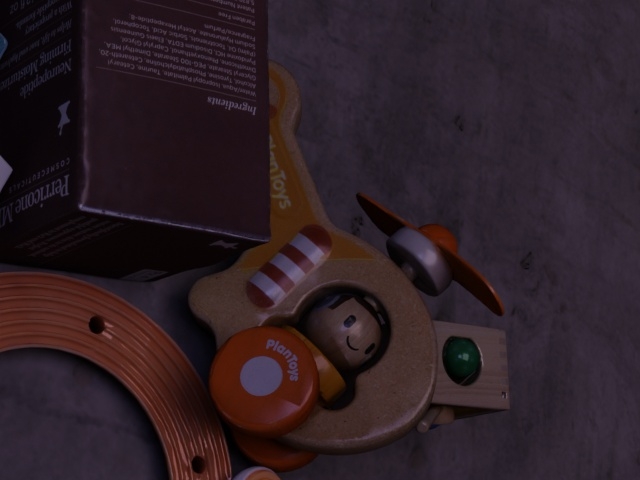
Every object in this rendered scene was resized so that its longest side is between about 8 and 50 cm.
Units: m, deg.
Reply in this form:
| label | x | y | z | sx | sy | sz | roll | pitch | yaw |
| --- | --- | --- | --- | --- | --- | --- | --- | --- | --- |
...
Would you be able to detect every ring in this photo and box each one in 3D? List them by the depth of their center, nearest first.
| label | x | y | z | sx | sy | sz | roll | pitch | yaw |
| --- | --- | --- | --- | --- | --- | --- | --- | --- | --- |
| ring | -0.208 | 0.188 | 1.206 | 0.337 | 0.032 | 0.336 | 11 | 71 | -35 |

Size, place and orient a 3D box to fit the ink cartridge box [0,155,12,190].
| label | x | y | z | sx | sy | sz | roll | pitch | yaw |
| --- | --- | --- | --- | --- | --- | --- | --- | --- | --- |
| ink cartridge box | -0.320 | -0.050 | 1.082 | 0.154 | 0.093 | 0.212 | -64 | 148 | -24 |

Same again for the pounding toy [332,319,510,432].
| label | x | y | z | sx | sy | sz | roll | pitch | yaw |
| --- | --- | --- | --- | --- | --- | --- | --- | --- | --- |
| pounding toy | 0.087 | 0.124 | 1.386 | 0.130 | 0.141 | 0.100 | 9 | 73 | -36 |

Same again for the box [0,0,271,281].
| label | x | y | z | sx | sy | sz | roll | pitch | yaw |
| --- | --- | --- | --- | --- | --- | --- | --- | --- | --- |
| box | -0.150 | -0.089 | 1.238 | 0.167 | 0.168 | 0.203 | 10 | 71 | -37 |

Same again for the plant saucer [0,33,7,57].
| label | x | y | z | sx | sy | sz | roll | pitch | yaw |
| --- | --- | --- | --- | --- | --- | --- | --- | --- | --- |
| plant saucer | -0.301 | -0.183 | 1.155 | 0.192 | 0.018 | 0.067 | 47 | 44 | -31 |

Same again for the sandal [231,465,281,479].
| label | x | y | z | sx | sy | sz | roll | pitch | yaw |
| --- | --- | --- | --- | --- | --- | --- | --- | --- | --- |
| sandal | -0.029 | 0.309 | 1.262 | 0.102 | 0.076 | 0.265 | -2 | 87 | -50 |

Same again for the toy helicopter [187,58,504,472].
| label | x | y | z | sx | sy | sz | roll | pitch | yaw |
| --- | --- | --- | --- | --- | --- | --- | --- | --- | --- |
| toy helicopter | 0.000 | 0.000 | 1.326 | 0.235 | 0.140 | 0.355 | -18 | 67 | -2 |
